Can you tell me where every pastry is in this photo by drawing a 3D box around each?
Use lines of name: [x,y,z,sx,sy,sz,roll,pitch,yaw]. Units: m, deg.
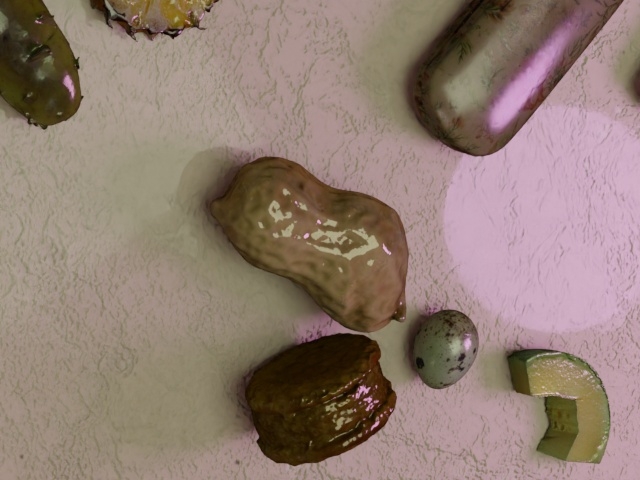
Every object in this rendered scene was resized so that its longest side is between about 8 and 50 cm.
pastry: [0.000,0.193,1.720,0.188,0.188,0.103,-28,108,-20]

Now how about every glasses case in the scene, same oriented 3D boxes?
glasses case: [0.285,-0.296,1.832,0.425,0.098,0.156,-51,118,-11]

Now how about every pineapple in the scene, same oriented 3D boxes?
pineapple: [-0.191,-0.338,1.621,0.221,0.047,0.221,-6,102,-30]

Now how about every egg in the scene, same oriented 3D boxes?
egg: [0.165,0.145,1.853,0.085,0.085,0.110,6,111,-27]

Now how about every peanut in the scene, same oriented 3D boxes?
peanut: [0.008,-0.005,1.716,0.291,0.143,0.159,36,105,-27]

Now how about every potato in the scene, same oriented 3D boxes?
potato: [-0.345,-0.220,1.533,0.117,0.090,0.225,-39,117,0]

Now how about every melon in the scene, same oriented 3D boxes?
melon: [0.340,0.230,1.969,0.118,0.064,0.209,-26,111,-22]
